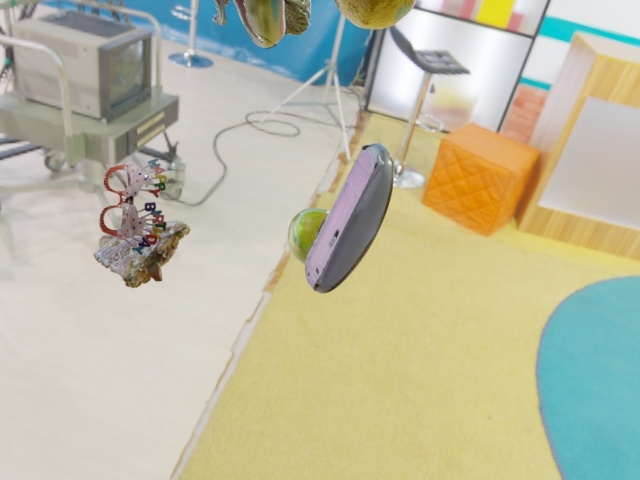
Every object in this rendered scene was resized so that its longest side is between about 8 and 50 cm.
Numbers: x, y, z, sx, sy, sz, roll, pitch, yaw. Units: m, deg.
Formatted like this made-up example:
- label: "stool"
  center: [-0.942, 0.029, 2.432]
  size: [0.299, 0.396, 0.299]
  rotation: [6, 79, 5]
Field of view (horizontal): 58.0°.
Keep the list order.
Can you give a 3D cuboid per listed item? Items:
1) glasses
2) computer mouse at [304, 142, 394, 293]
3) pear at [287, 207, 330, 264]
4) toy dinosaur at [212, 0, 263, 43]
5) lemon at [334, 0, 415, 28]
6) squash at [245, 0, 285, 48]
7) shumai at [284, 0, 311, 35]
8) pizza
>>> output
- label: "glasses"
  center: [-0.475, -0.089, 1.502]
  size: [0.162, 0.256, 0.095]
  rotation: [2, -6, 0]
- label: "computer mouse"
  center: [0.061, -0.039, 1.122]
  size: [0.071, 0.311, 0.158]
  rotation: [21, 19, -19]
- label: "pear"
  center: [0.000, 0.000, 1.776]
  size: [0.187, 0.188, 0.219]
  rotation: [-11, 30, -33]
- label: "toy dinosaur"
  center: [-0.162, -0.440, 0.961]
  size: [0.053, 0.167, 0.242]
  rotation: [-26, 70, -24]
- label: "lemon"
  center: [0.111, -0.512, 1.135]
  size: [0.178, 0.179, 0.203]
  rotation: [8, 0, -9]
- label: "squash"
  center: [-0.106, -0.437, 1.058]
  size: [0.087, 0.087, 0.331]
  rotation: [12, -6, -2]
- label: "shumai"
  center: [-0.108, -0.699, 1.665]
  size: [0.184, 0.184, 0.142]
  rotation: [13, 69, 0]
- label: "pizza"
  center: [-0.471, 0.049, 1.525]
  size: [0.289, 0.081, 0.229]
  rotation: [-19, 38, 6]
